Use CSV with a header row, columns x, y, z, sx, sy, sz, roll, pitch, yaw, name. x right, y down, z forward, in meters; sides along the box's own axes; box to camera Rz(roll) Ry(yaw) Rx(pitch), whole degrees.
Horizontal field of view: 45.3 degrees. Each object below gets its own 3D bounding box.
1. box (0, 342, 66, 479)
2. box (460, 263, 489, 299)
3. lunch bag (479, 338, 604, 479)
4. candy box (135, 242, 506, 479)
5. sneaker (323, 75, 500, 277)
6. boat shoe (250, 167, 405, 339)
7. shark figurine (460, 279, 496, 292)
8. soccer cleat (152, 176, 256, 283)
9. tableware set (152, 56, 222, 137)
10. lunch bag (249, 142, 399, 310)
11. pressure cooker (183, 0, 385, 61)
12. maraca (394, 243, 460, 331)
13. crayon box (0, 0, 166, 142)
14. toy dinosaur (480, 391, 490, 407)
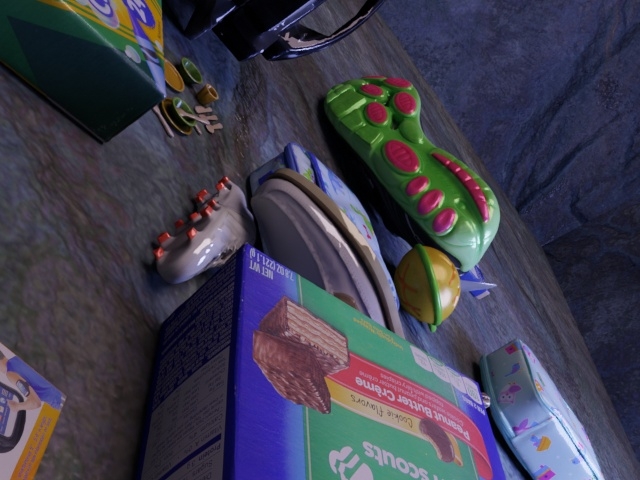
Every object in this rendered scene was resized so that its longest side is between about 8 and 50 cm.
x,y,z,sx,sy,sz,roll,pitch,yaw,name
-0.198,0.073,0.392,0.136,0.028,0.081,51,21,-27,box
0.289,0.019,1.674,0.225,0.036,0.136,45,23,-38,box
0.389,0.324,1.356,0.279,0.108,0.224,54,14,-19,lunch bag
0.015,0.190,0.524,0.268,0.122,0.317,32,30,-25,candy box
0.132,-0.120,1.354,0.202,0.185,0.482,93,-22,-48,sneaker
0.009,0.080,0.728,0.302,0.103,0.113,60,-24,-10,boat shoe
0.227,-0.023,1.472,0.166,0.116,0.278,15,45,-62,shark figurine
-0.094,0.000,0.706,0.076,0.068,0.196,57,16,-14,soccer cleat
-0.155,-0.169,0.866,0.104,0.024,0.154,58,19,-1,tableware set
0.000,0.000,0.906,0.176,0.090,0.219,37,27,-41,lunch bag
-0.065,-0.459,1.002,0.420,0.370,0.375,48,25,-20,pressure cooker
0.166,0.076,1.199,0.185,0.099,0.127,77,1,-67,maraca
-0.266,-0.254,0.627,0.323,0.083,0.203,41,26,-42,crayon box
0.163,0.223,1.025,0.268,0.064,0.118,33,25,-48,toy dinosaur
